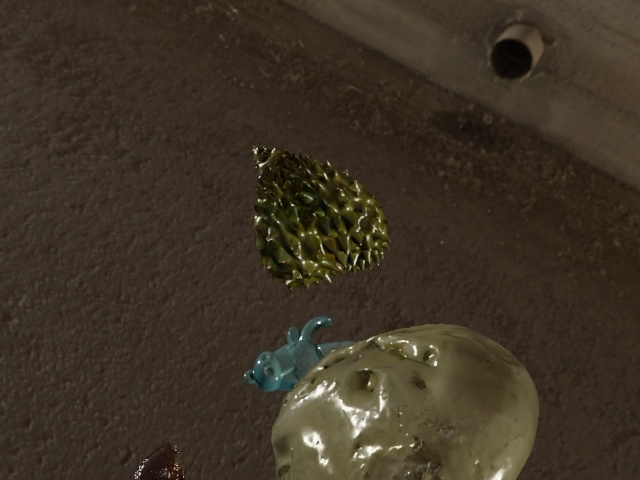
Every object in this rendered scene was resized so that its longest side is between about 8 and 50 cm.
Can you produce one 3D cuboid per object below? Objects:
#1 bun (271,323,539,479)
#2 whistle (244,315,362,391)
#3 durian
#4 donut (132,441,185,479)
[{"bbox_3d":[0.092,0.224,0.766,0.326,0.362,0.234,-33,84,-21],"label":"bun"},{"bbox_3d":[-0.019,0.251,1.292,0.274,0.093,0.186,-8,54,-20],"label":"whistle"},{"bbox_3d":[-0.002,0.003,0.647,0.119,0.186,0.108,8,57,38],"label":"durian"},{"bbox_3d":[-0.331,0.539,1.357,0.141,0.085,0.217,-28,52,-20],"label":"donut"}]
